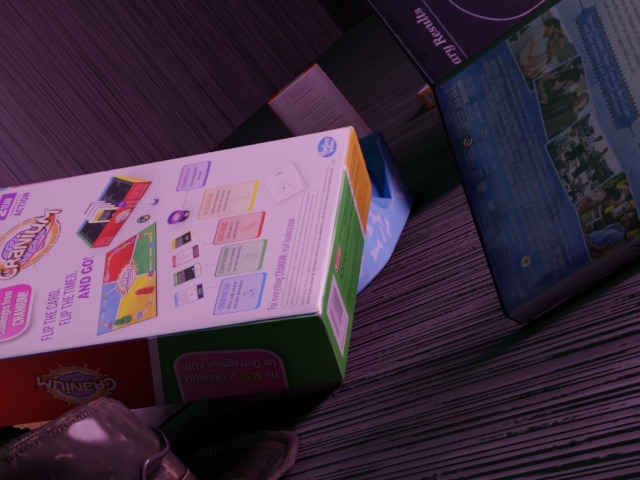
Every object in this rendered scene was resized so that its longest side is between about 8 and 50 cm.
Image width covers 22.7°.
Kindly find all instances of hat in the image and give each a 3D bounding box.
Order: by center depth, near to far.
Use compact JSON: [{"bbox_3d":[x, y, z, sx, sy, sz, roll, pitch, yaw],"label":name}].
[{"bbox_3d":[-0.176,0.187,1.001,0.331,0.134,0.331,-37,10,7],"label":"hat"}]

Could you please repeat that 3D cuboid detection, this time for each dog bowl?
[{"bbox_3d":[0.000,0.000,1.419,0.166,0.074,0.297,-35,9,21],"label":"dog bowl"}]

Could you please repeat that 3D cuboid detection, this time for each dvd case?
[{"bbox_3d":[0.185,-0.087,0.914,0.253,0.022,0.180,-34,52,28],"label":"dvd case"}]

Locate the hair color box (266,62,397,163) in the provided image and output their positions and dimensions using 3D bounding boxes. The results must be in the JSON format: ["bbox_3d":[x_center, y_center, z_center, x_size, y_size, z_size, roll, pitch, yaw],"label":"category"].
[{"bbox_3d":[0.012,-0.118,1.735,0.072,0.141,0.043,-38,8,3],"label":"hair color box"}]

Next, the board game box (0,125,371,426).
[{"bbox_3d":[-0.129,0.027,1.215,0.317,0.064,0.242,-9,35,15],"label":"board game box"}]

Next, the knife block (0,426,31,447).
[{"bbox_3d":[-0.340,0.245,1.300,0.275,0.242,0.088,-63,16,6],"label":"knife block"}]

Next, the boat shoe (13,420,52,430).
[{"bbox_3d":[-0.283,0.180,1.610,0.096,0.098,0.277,-36,0,18],"label":"boat shoe"}]

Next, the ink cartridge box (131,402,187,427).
[{"bbox_3d":[-0.146,0.145,1.421,0.083,0.028,0.048,-39,9,2],"label":"ink cartridge box"}]

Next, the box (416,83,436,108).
[{"bbox_3d":[0.174,-0.206,1.901,0.136,0.028,0.081,-33,10,46],"label":"box"}]

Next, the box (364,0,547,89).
[{"bbox_3d":[0.216,-0.317,1.424,0.395,0.293,0.212,-37,9,12],"label":"box"}]
